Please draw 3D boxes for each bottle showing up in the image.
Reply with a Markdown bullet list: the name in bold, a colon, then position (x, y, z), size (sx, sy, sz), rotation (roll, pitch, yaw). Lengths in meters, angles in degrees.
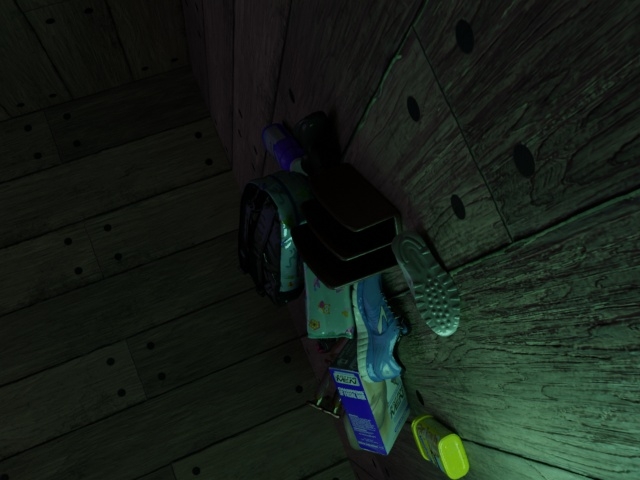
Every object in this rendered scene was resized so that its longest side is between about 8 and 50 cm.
- **bottle**: position (-0.114, -0.298, 2.028), size (0.283, 0.092, 0.118), rotation (54, 165, 50)

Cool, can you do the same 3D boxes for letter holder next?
- **letter holder**: position (0.042, -0.040, 1.492), size (0.302, 0.215, 0.152), rotation (-127, 20, -53)

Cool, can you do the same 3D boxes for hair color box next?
- **hair color box**: position (0.155, 0.447, 1.787), size (0.110, 0.185, 0.338), rotation (1, 124, 36)

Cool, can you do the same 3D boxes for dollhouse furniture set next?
- **dollhouse furniture set**: position (0.044, 0.633, 2.563), size (0.152, 0.201, 0.374), rotation (25, 167, 4)

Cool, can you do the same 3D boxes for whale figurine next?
- **whale figurine**: position (0.183, 0.740, 2.447), size (0.272, 0.141, 0.216), rotation (2, -108, -78)

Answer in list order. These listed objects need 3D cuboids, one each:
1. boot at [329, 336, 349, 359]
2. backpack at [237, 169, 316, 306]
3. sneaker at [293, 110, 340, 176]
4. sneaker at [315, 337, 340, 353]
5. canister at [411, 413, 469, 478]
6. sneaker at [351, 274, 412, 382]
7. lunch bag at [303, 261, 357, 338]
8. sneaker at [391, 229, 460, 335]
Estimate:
- **boot**: position (0.075, 0.223, 1.922), size (0.236, 0.089, 0.269), rotation (-32, 77, 33)
- **backpack**: position (-0.123, -0.037, 1.772), size (0.290, 0.273, 0.355), rotation (46, 156, 41)
- **sneaker**: position (0.007, -0.238, 1.632), size (0.130, 0.109, 0.286), rotation (56, 172, 26)
- **sneaker**: position (0.026, 0.366, 2.476), size (0.121, 0.112, 0.299), rotation (-124, 19, -46)
- **canister**: position (0.319, 0.549, 1.607), size (0.170, 0.073, 0.126), rotation (-178, 67, -75)
- **sneaker**: position (0.171, 0.209, 1.607), size (0.130, 0.147, 0.329), rotation (12, -108, -71)
- **lunch bag**: position (0.049, 0.157, 1.729), size (0.262, 0.160, 0.223), rotation (0, -92, -76)
- **sneaker**: position (0.226, 0.091, 1.267), size (0.095, 0.090, 0.235), rotation (66, -177, -72)
